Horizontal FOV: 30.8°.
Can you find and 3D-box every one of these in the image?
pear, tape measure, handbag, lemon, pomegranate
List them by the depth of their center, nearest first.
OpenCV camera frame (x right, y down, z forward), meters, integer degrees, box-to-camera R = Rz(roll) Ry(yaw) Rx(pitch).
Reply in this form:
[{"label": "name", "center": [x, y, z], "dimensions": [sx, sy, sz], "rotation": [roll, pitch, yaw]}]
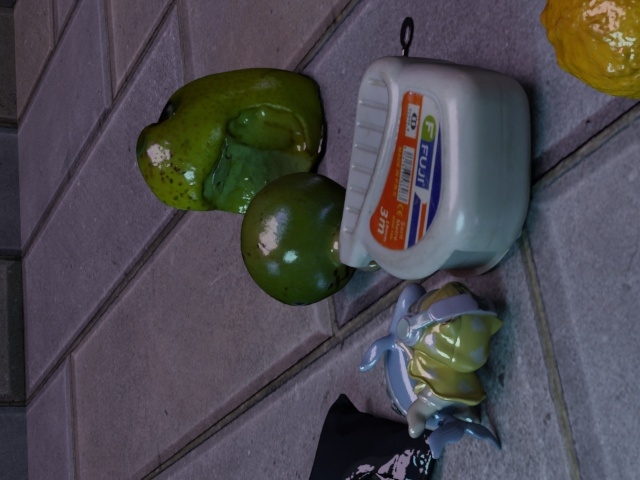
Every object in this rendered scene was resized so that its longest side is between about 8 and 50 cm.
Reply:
[{"label": "lemon", "center": [0.276, -0.202, 1.049], "dimensions": [0.187, 0.142, 0.142], "rotation": [49, 129, 52]}, {"label": "tape measure", "center": [0.130, -0.076, 1.335], "dimensions": [0.265, 0.130, 0.258], "rotation": [25, 111, 56]}, {"label": "handbag", "center": [0.049, 0.336, 1.447], "dimensions": [0.211, 0.089, 0.254], "rotation": [12, 83, 54]}, {"label": "pomegranate", "center": [-0.008, -0.012, 1.558], "dimensions": [0.210, 0.179, 0.179], "rotation": [-29, 58, 35]}, {"label": "pear", "center": [-0.138, -0.155, 1.731], "dimensions": [0.164, 0.255, 0.238], "rotation": [29, 107, 62]}]

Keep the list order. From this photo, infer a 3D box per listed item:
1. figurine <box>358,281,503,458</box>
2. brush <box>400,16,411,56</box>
[{"label": "figurine", "center": [0.135, 0.140, 1.298], "dimensions": [0.184, 0.128, 0.208], "rotation": [-51, 51, 44]}, {"label": "brush", "center": [0.110, -0.252, 1.523], "dimensions": [0.024, 0.008, 0.083], "rotation": [6, 91, 60]}]
